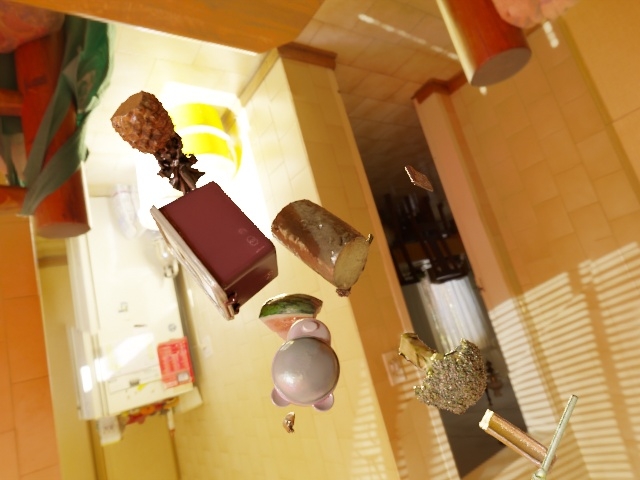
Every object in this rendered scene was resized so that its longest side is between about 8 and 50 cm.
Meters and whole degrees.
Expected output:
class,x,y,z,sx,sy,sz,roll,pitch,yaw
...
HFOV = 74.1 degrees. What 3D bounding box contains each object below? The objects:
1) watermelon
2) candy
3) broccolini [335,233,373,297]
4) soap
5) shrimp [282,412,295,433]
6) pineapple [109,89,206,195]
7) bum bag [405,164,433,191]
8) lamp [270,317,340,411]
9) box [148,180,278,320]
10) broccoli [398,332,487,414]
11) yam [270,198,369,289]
class,x,y,z,sx,sy,sz,roll,pitch,yaw
watermelon,-0.076,0.324,1.914,0.222,0.319,0.292,-31,-160,28
candy,0.387,0.413,0.757,0.083,0.306,0.091,26,177,-24
broccolini,0.106,0.076,1.306,0.044,0.218,0.042,27,166,-6
soap,0.714,0.729,1.557,0.257,0.080,0.160,27,167,49
shrimp,-0.102,0.620,1.446,0.059,0.023,0.108,-54,-164,-16
pineapple,-0.365,-0.219,0.993,0.128,0.128,0.248,-19,131,17
bum bag,0.464,-0.289,1.975,0.159,0.109,0.026,14,136,-40
lamp,-0.036,0.315,1.114,0.179,0.246,0.108,7,144,0
box,-0.233,0.014,0.970,0.167,0.294,0.193,-37,158,-20
broccoli,0.414,0.423,1.458,0.252,0.221,0.361,-15,-164,3
yam,0.000,0.000,1.113,0.161,0.268,0.161,-27,136,-29
